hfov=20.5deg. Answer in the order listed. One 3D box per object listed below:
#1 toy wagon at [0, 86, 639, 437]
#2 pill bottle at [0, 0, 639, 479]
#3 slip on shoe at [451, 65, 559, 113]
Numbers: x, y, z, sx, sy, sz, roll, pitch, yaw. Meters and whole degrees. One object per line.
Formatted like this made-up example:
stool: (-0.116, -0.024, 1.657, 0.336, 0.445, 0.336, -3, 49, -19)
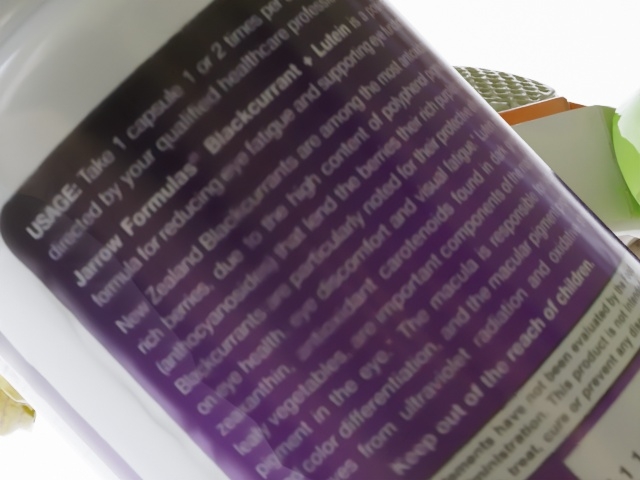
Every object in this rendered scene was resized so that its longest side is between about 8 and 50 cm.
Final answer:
toy wagon: (0.050, 0.036, 0.567, 0.344, 0.267, 0.068, 11, -127, -34)
pill bottle: (-0.014, 0.000, 0.354, 0.193, 0.108, 0.108, 46, -113, 0)
slip on shoe: (0.000, 0.000, 0.893, 0.123, 0.101, 0.331, 21, -137, 39)
